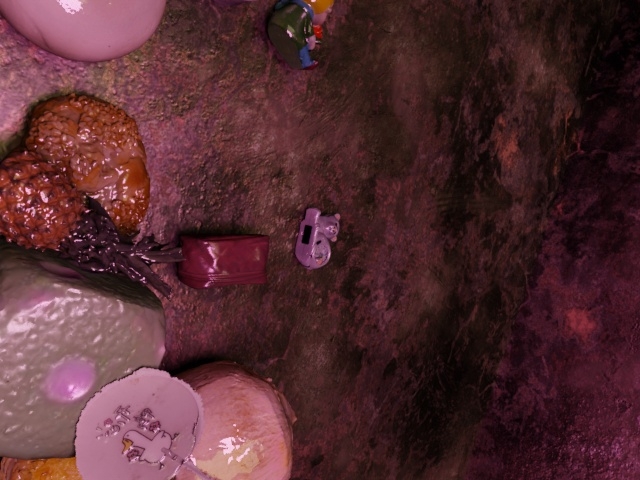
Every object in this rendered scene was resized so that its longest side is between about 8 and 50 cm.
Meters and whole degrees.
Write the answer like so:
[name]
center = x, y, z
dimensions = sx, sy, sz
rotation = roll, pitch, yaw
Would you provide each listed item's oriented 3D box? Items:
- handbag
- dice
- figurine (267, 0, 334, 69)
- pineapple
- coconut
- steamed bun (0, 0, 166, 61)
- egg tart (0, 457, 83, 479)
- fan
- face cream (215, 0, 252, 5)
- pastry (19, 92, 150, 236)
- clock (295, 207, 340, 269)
[handbag]
center = -0.236, 0.049, 1.306
dimensions = 0.225, 0.146, 0.135
rotation = -3, 99, -41
[dice]
center = -0.511, 0.188, 0.995
dimensions = 0.322, 0.330, 0.318
rotation = 28, 87, -41
[figurine]
center = -0.026, -0.567, 1.355
dimensions = 0.185, 0.127, 0.234
rotation = 50, 59, -41
[pineapple]
center = -0.418, -0.013, 0.956
dimensions = 0.364, 0.165, 0.165
rotation = 36, 77, -32
[coconut]
center = -0.228, 0.479, 1.268
dimensions = 0.404, 0.404, 0.404
rotation = -11, 107, -38
[steamed bun]
center = -0.439, -0.493, 0.970
dimensions = 0.324, 0.206, 0.324
rotation = -10, 106, -37
[egg tart]
center = -0.549, 0.498, 1.180
dimensions = 0.291, 0.107, 0.291
rotation = -6, 104, -27
[fan]
center = -0.277, 0.408, 1.003
dimensions = 0.233, 0.012, 0.415
rotation = -47, 120, -16
[face cream]
center = -0.180, -0.628, 1.187
dimensions = 0.177, 0.153, 0.177
rotation = -11, 109, -36
[pastry]
center = -0.464, -0.136, 1.065
dimensions = 0.255, 0.162, 0.311
rotation = -17, 112, -38
[clock]
center = 0.000, 0.000, 1.532
dimensions = 0.117, 0.080, 0.176
rotation = 12, 91, -41
